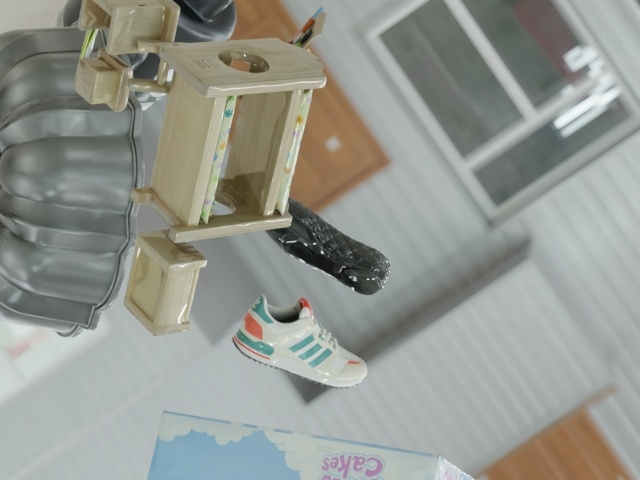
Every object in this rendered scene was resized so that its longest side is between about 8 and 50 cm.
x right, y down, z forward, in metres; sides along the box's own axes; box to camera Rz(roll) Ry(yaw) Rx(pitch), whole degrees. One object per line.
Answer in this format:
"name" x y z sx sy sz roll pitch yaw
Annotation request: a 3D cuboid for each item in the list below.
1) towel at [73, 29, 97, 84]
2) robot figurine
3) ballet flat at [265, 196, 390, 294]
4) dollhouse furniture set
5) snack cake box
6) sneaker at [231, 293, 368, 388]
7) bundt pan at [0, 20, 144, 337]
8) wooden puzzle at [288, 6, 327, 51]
"towel" -0.183 -0.162 1.399 0.083 0.009 0.060 -96 -157 -65
"robot figurine" -0.214 -0.269 2.172 0.278 0.173 0.209 -37 158 31
"ballet flat" 0.000 0.000 1.916 0.057 0.173 0.049 -49 -171 36
"dollhouse furniture set" -0.092 -0.061 1.166 0.101 0.161 0.182 -9 126 -37
"snack cake box" -0.008 0.227 1.587 0.264 0.089 0.152 7 165 19
"sneaker" -0.012 0.106 1.906 0.075 0.161 0.057 -65 -160 16
"bundt pan" -0.302 -0.067 1.782 0.124 0.331 0.331 4 161 -30
"wooden puzzle" -0.024 -0.239 2.098 0.078 0.014 0.116 -42 -162 20
